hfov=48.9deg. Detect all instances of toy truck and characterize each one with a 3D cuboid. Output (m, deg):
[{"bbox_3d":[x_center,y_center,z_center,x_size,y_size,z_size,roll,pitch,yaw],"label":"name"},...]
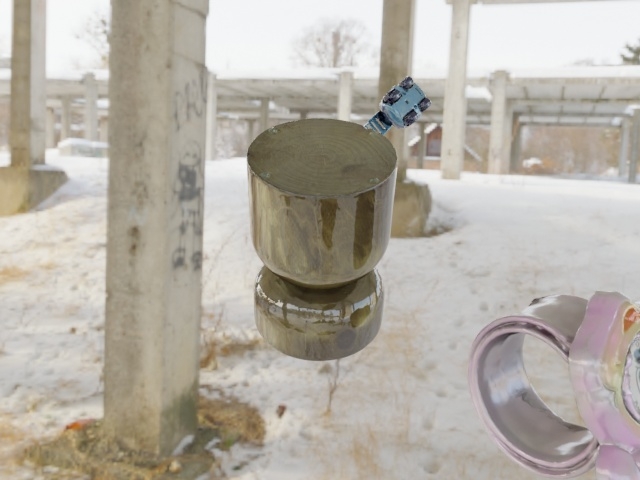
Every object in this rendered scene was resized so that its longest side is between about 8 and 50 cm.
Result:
[{"bbox_3d":[0.104,-0.188,1.066,0.136,0.063,0.074,-43,8,-32],"label":"toy truck"}]

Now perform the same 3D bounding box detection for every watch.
[{"bbox_3d":[0.301,0.184,0.818,0.211,0.248,0.218,-17,-1,-37],"label":"watch"}]

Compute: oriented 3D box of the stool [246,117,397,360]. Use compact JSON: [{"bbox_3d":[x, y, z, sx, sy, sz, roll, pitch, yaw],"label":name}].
[{"bbox_3d":[0.000,0.000,0.894,0.179,0.264,0.179,1,39,-1],"label":"stool"}]
